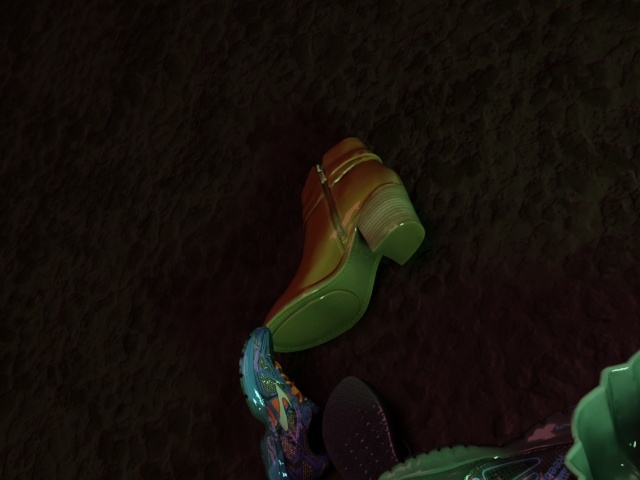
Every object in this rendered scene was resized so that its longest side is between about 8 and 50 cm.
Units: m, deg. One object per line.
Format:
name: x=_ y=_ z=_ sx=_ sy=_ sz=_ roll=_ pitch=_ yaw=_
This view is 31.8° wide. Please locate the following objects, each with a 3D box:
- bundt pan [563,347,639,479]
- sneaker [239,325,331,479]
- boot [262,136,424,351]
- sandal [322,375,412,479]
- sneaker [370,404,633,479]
bundt pan: x=0.405 y=0.240 z=1.077 sx=0.330 sy=0.124 sz=0.331 roll=-9 pitch=38 yaw=7
sneaker: x=-0.044 y=0.216 z=1.466 sx=0.087 sy=0.083 sz=0.221 roll=-18 pitch=83 yaw=7
boot: x=0.000 y=0.000 z=1.554 sx=0.283 sy=0.109 sz=0.220 roll=-49 pitch=41 yaw=17
sandal: x=0.080 y=0.285 z=1.386 sx=0.097 sy=0.054 sz=0.254 roll=-40 pitch=60 yaw=19
sneaker: x=0.183 y=0.292 z=1.224 sx=0.340 sy=0.125 sz=0.140 roll=-22 pitch=55 yaw=9
